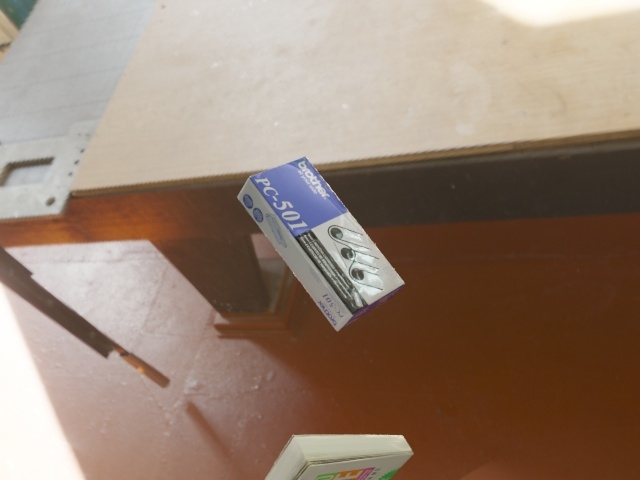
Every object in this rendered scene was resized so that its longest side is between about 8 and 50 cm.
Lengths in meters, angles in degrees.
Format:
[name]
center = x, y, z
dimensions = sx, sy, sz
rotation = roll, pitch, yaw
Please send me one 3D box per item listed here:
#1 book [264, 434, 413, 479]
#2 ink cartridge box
[book]
center = 0.012, 0.233, 0.712
dimensions = 0.096, 0.144, 0.035
rotation = -57, 46, 24
[ink cartridge box]
center = 0.000, 0.000, 0.877
dimensions = 0.097, 0.046, 0.207
rotation = -26, 72, -39
